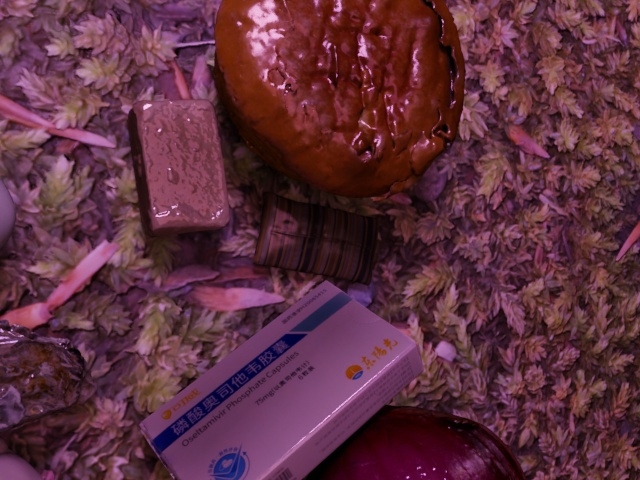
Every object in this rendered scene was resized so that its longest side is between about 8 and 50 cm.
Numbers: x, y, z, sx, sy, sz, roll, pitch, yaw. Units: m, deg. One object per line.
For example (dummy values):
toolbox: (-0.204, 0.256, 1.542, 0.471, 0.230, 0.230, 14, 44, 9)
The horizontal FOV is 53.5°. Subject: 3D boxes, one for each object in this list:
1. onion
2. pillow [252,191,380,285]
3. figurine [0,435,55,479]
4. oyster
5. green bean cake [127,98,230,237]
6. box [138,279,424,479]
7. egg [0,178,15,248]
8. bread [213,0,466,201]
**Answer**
onion: (0.091, 0.345, 0.898, 0.348, 0.347, 0.385, -29, 69, -22)
pillow: (0.000, 0.000, 0.972, 0.204, 0.038, 0.113, 11, 86, -25)
figurine: (-0.345, 0.353, 0.772, 0.236, 0.127, 0.155, 37, 58, -24)
oyster: (-0.424, 0.161, 0.726, 0.351, 0.158, 0.162, 11, 98, -35)
green bean cake: (-0.192, -0.098, 0.856, 0.109, 0.085, 0.179, -10, 96, -26)
box: (-0.052, 0.213, 0.864, 0.343, 0.200, 0.065, -37, 132, -20)
egg: (-0.467, -0.049, 0.676, 0.264, 0.183, 0.182, 19, 83, -31)
bread: (0.025, -0.236, 0.894, 0.358, 0.204, 0.336, 43, 76, -15)
